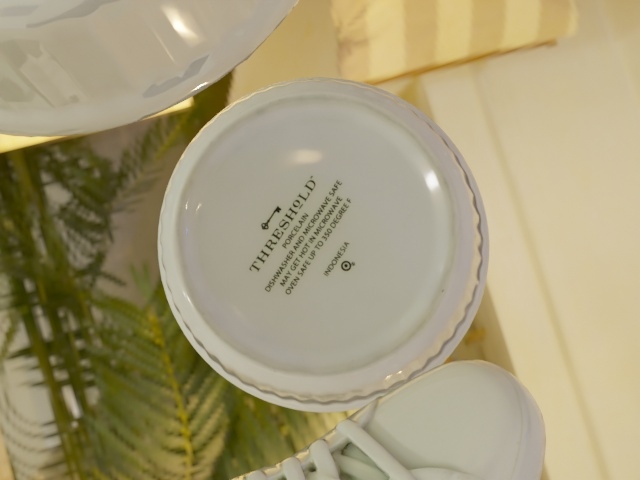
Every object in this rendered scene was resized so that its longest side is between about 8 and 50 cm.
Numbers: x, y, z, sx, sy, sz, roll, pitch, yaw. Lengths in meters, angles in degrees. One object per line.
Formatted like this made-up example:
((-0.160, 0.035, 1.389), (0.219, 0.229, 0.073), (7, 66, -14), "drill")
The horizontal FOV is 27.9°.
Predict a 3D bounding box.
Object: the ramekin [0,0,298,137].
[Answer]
((-0.126, -0.188, 0.518), (0.277, 0.277, 0.135), (-17, 175, 1), "ramekin")

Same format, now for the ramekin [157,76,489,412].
((0.000, 0.000, 0.995), (0.273, 0.273, 0.127), (-17, 176, 1), "ramekin")

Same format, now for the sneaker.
((-0.023, 0.139, 0.545), (0.290, 0.123, 0.106), (-42, -139, -13), "sneaker")
